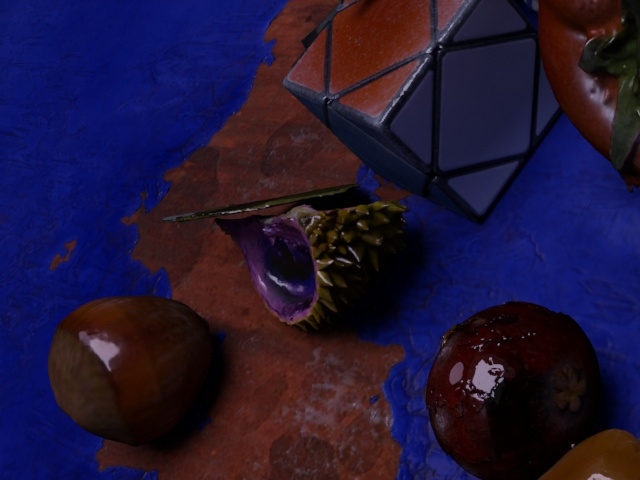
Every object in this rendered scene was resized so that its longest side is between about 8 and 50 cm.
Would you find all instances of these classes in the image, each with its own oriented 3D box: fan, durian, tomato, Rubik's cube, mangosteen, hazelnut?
[{"bbox_3d":[-0.093,-0.043,1.382,0.335,0.230,0.011,-8,95,44],"label":"fan"},{"bbox_3d":[0.012,0.009,1.272,0.187,0.153,0.260,-29,11,-9],"label":"durian"},{"bbox_3d":[0.361,-0.207,0.958,0.273,0.341,0.341,-36,32,-26],"label":"tomato"},{"bbox_3d":[0.124,-0.176,1.253,0.207,0.205,0.205,-54,39,-6],"label":"Rubik's cube"},{"bbox_3d":[0.166,0.140,1.012,0.166,0.166,0.180,-65,15,-17],"label":"mangosteen"},{"bbox_3d":[-0.232,0.148,1.373,0.214,0.176,0.214,-9,37,7],"label":"hazelnut"}]

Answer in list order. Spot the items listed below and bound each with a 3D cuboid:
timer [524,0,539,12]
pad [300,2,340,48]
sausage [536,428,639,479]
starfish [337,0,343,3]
[{"bbox_3d":[0.256,-0.339,1.249,0.270,0.270,0.383,-43,52,10],"label":"timer"},{"bbox_3d":[0.069,-0.290,1.542,0.174,0.022,0.233,-43,38,11],"label":"pad"},{"bbox_3d":[0.180,0.272,0.926,0.274,0.105,0.105,-44,39,9],"label":"sausage"},{"bbox_3d":[0.070,-0.357,1.236,0.208,0.053,0.176,-26,60,19],"label":"starfish"}]
